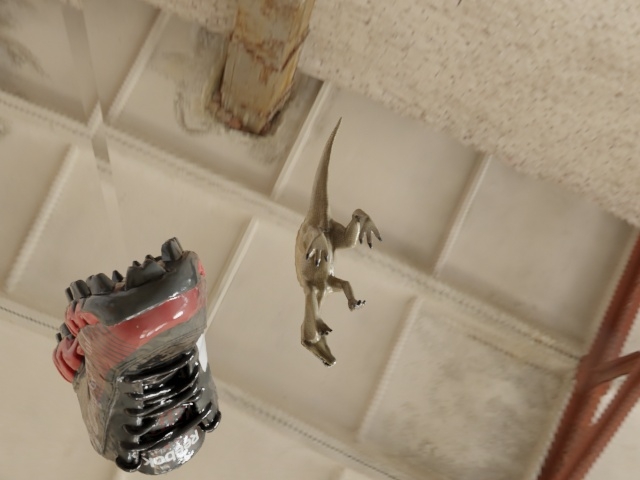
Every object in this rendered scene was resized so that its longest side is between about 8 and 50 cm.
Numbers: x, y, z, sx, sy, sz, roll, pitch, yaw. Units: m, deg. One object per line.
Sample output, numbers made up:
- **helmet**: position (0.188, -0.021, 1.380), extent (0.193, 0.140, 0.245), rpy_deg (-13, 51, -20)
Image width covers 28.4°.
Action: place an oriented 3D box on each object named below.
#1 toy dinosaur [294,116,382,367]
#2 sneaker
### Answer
- **toy dinosaur**: position (0.000, 0.000, 0.885), extent (0.053, 0.093, 0.183), rpy_deg (4, -90, -21)
- **sneaker**: position (-0.116, 0.088, 0.863), extent (0.098, 0.276, 0.135), rpy_deg (-23, -100, -21)
